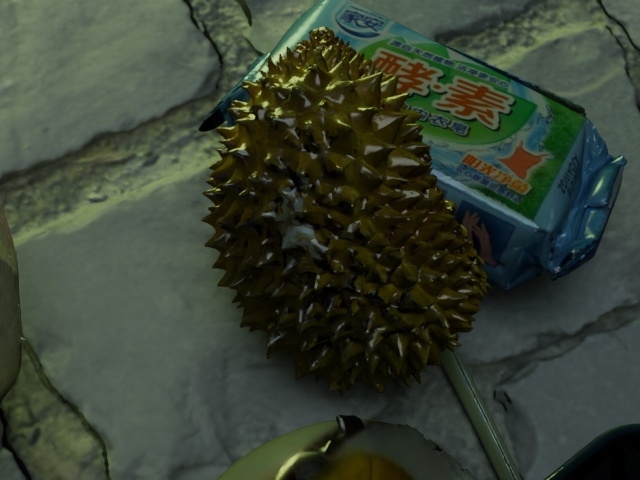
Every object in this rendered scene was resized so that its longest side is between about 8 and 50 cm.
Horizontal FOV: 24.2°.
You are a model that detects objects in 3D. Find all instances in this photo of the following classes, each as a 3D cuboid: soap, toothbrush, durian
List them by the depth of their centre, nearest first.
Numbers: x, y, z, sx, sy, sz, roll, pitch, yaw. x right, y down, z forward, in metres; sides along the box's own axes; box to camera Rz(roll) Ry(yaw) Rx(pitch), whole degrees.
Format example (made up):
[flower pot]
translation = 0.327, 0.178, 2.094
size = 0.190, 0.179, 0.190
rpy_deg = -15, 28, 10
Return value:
[durian]
translation = 0.004, 0.001, 0.974
size = 0.183, 0.138, 0.250
rpy_deg = -23, 102, 11
[toothbrush]
translation = 0.088, 0.072, 1.059
size = 0.028, 0.026, 0.294
rpy_deg = -7, 63, -27
[soap]
translation = 0.074, -0.075, 1.084
size = 0.293, 0.077, 0.156
rpy_deg = 26, 44, 6

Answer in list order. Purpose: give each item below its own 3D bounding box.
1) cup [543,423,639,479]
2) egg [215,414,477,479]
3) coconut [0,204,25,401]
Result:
[cup]
translation = 0.205, 0.272, 0.735
size = 0.292, 0.242, 0.308
rpy_deg = -29, 30, -27
[egg]
translation = -0.014, 0.246, 0.854
size = 0.174, 0.264, 0.286
rpy_deg = -16, 29, 28
[coconut]
translation = -0.302, 0.026, 0.914
size = 0.227, 0.227, 0.231
rpy_deg = -5, 101, -9
